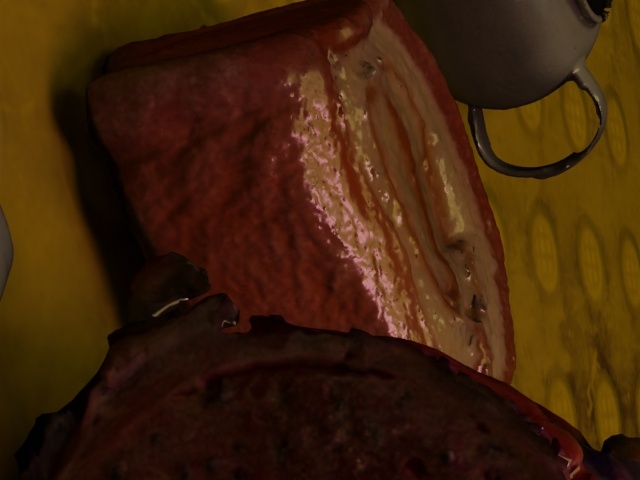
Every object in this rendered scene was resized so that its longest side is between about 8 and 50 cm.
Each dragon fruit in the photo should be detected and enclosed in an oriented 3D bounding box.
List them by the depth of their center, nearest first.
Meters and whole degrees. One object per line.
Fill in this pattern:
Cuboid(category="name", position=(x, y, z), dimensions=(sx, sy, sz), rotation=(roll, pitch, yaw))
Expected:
Cuboid(category="dragon fruit", position=(0.037, 0.185, 0.784), dimensions=(0.263, 0.296, 0.314), rotation=(41, 54, -61))

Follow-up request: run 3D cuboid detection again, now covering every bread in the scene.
Cuboid(category="bread", position=(0.004, -0.004, 0.937), dimensions=(0.244, 0.123, 0.190), rotation=(67, 24, -16))

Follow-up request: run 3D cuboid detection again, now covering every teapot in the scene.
Cuboid(category="teapot", position=(0.125, -0.185, 1.298), dimensions=(0.193, 0.129, 0.294), rotation=(-26, 106, -65))

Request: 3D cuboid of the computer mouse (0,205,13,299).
Cuboid(category="computer mouse", position=(-0.190, -0.058, 0.530), dimensions=(0.097, 0.159, 0.288), rotation=(-43, 126, -22))

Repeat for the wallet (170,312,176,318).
Cuboid(category="wallet", position=(-0.026, 0.053, 1.008), dimensions=(0.196, 0.020, 0.103), rotation=(-42, 116, -61))
